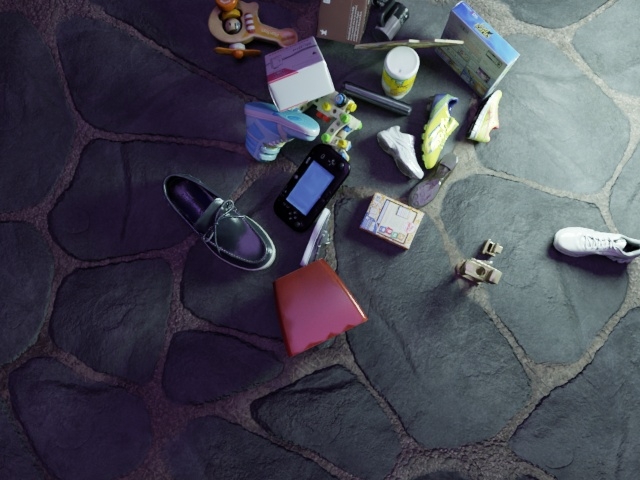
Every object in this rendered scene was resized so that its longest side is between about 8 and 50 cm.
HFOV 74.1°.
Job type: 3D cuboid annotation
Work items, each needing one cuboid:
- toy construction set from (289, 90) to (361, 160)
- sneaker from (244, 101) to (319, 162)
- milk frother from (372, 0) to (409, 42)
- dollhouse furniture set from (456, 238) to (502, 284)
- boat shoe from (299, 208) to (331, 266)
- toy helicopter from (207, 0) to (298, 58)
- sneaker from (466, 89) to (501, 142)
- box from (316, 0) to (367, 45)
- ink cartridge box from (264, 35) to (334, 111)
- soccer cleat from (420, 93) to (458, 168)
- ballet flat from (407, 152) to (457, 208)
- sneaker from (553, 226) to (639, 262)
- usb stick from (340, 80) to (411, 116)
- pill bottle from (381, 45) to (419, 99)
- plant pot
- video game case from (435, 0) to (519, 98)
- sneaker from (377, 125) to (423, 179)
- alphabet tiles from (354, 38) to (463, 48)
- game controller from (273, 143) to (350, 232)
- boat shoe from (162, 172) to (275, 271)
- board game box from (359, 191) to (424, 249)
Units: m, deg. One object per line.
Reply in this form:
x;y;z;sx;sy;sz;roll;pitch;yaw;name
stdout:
0.012;-0.454;1.566;0.327;0.151;0.215;34;109;12;toy construction set
-0.145;-0.361;1.523;0.318;0.127;0.208;27;123;29;sneaker
0.240;-0.849;1.628;0.135;0.129;0.143;-53;41;-4;milk frother
0.557;0.057;1.449;0.101;0.182;0.161;26;85;6;dollhouse furniture set
0.000;0.000;1.537;0.076;0.080;0.229;23;86;-1;boat shoe
-0.259;-0.787;1.617;0.354;0.140;0.235;17;86;2;toy helicopter
0.623;-0.453;1.567;0.094;0.081;0.209;27;92;-1;sneaker
0.092;-0.847;1.549;0.166;0.169;0.203;14;47;4;box
-0.084;-0.596;1.506;0.207;0.117;0.283;-20;41;6;ink cartridge box
0.438;-0.403;1.551;0.121;0.093;0.290;9;81;17;soccer cleat
0.413;-0.215;1.559;0.084;0.058;0.250;38;91;10;ballet flat
0.970;0.009;1.470;0.291;0.118;0.110;7;85;5;sneaker
0.208;-0.526;1.574;0.277;0.077;0.045;19;117;-5;usb stick
0.281;-0.592;1.527;0.117;0.208;0.118;0;84;3;pill bottle
-0.022;0.204;1.411;0.267;0.267;0.236;-26;85;-1;plant pot
0.545;-0.667;1.507;0.061;0.244;0.269;-41;83;-4;video game case
0.317;-0.332;1.557;0.115;0.090;0.232;-35;84;-5;sneaker
0.301;-0.682;1.481;0.342;0.285;0.011;20;120;43;alphabet tiles
-0.034;-0.188;1.531;0.166;0.067;0.319;38;102;4;game controller
-0.376;-0.068;1.524;0.500;0.156;0.187;41;85;5;boat shoe
0.259;-0.071;1.548;0.193;0.045;0.147;25;85;5;board game box
